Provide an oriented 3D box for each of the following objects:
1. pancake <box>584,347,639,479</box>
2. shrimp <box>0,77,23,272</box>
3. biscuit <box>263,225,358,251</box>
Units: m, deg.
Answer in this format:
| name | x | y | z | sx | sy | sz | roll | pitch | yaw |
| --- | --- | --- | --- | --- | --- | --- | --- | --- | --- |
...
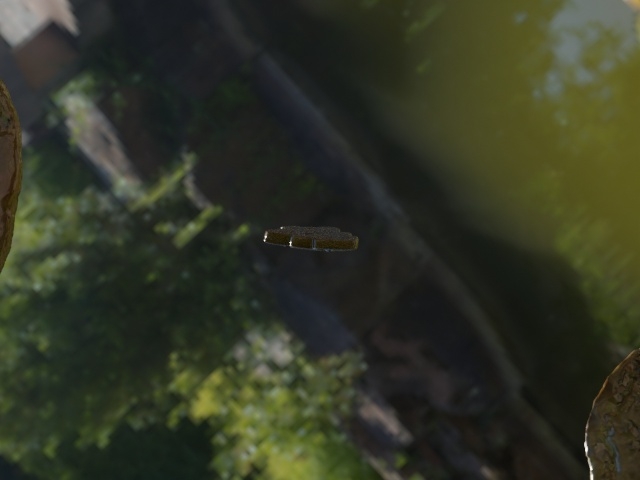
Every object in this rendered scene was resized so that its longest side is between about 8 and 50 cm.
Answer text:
| name | x | y | z | sx | sy | sz | roll | pitch | yaw |
| --- | --- | --- | --- | --- | --- | --- | --- | --- | --- |
| pancake | 0.384 | 0.201 | 1.302 | 0.387 | 0.387 | 0.082 | 45 | 162 | 11 |
| shrimp | -0.235 | 0.023 | 0.935 | 0.117 | 0.262 | 0.066 | 15 | 177 | -15 |
| biscuit | 0.000 | 0.000 | 1.475 | 0.082 | 0.016 | 0.092 | -3 | -168 | -43 |
